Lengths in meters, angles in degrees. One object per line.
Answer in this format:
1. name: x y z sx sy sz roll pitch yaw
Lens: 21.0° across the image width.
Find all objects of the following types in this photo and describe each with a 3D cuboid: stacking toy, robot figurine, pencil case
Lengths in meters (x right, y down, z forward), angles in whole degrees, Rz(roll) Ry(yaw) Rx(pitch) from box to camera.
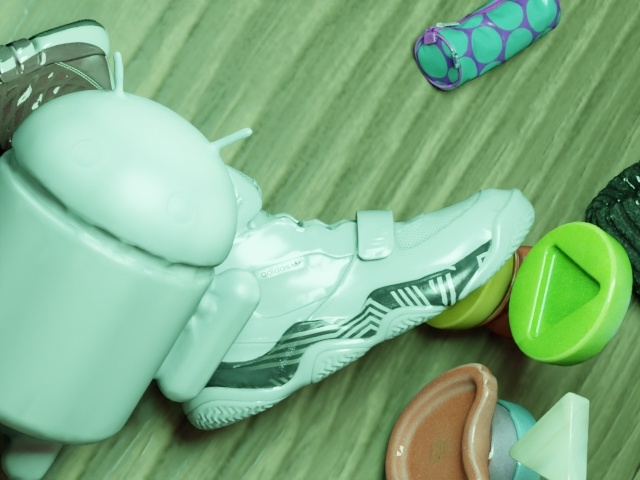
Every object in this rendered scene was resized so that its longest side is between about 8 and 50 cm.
1. stacking toy: 0.204 0.128 1.607 0.130 0.279 0.309 22 72 -33
2. robot figurine: -0.200 0.024 1.416 0.300 0.200 0.353 27 105 -23
3. pencil case: 0.171 -0.212 1.746 0.151 0.064 0.070 -32 122 -26

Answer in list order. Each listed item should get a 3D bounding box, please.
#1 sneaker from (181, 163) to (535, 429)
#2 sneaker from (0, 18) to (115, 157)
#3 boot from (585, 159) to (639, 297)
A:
1. sneaker: 0.000 0.000 1.550 0.366 0.137 0.210 -30 94 -1
2. sneaker: -0.284 -0.079 1.488 0.281 0.106 0.162 -23 96 -27
3. boot: 0.466 -0.014 1.823 0.348 0.131 0.260 -33 98 -25
